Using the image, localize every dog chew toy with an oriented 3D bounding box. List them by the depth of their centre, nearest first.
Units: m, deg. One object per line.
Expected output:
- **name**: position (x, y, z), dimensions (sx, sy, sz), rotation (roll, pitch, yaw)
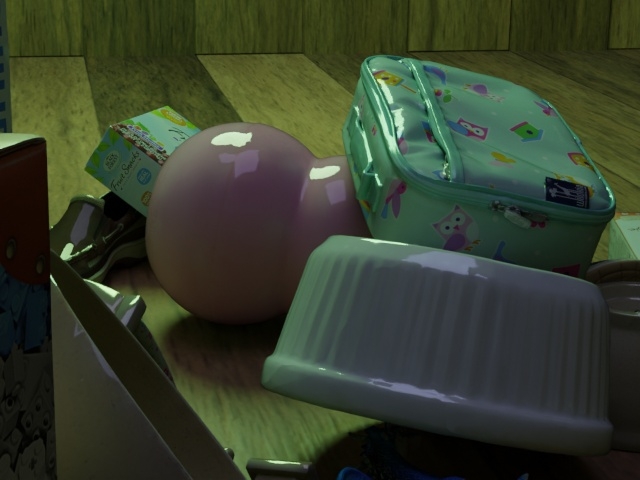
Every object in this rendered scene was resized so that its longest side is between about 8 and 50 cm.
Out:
- **dog chew toy**: position (0.000, 0.000, 1.376), dimensions (0.332, 0.206, 0.206), rotation (12, 17, 7)

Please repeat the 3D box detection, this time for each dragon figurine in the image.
- **dragon figurine**: position (0.052, 0.193, 0.879), dimensions (0.144, 0.085, 0.289), rotation (3, 12, 15)

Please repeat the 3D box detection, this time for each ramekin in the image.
- **ramekin**: position (0.098, 0.077, 1.061), dimensions (0.273, 0.127, 0.273), rotation (11, -3, 1)

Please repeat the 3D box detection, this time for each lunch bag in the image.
- **lunch bag**: position (0.134, -0.068, 1.273), dimensions (0.224, 0.108, 0.279), rotation (13, 28, -17)

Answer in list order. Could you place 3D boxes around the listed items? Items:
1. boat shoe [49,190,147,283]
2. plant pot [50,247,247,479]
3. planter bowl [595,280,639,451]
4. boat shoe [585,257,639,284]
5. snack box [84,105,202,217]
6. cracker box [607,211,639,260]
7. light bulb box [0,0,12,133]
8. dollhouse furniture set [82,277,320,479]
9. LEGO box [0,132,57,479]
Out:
- **boat shoe**: position (-0.269, -0.005, 1.532), dimensions (0.095, 0.095, 0.257), rotation (6, 17, 18)
- **plant pot**: position (-0.132, 0.170, 0.708), dimensions (0.191, 0.284, 0.284), rotation (-37, 24, -5)
- **planter bowl**: position (0.270, 0.098, 1.183), dimensions (0.162, 0.109, 0.162), rotation (1, 16, 0)
- **boat shoe**: position (0.208, 0.069, 1.302), dimensions (0.285, 0.102, 0.092), rotation (-19, 30, -37)
- **snack box**: position (-0.146, -0.062, 1.610), dimensions (0.207, 0.070, 0.174), rotation (38, 20, 5)
- **cracker box**: position (0.409, 0.028, 1.510), dimensions (0.156, 0.067, 0.232), rotation (1, 17, 2)
- **light bulb box**: position (-0.429, -0.023, 1.110), dimensions (0.225, 0.357, 0.361), rotation (5, 17, 21)
- **dollhouse furniture set**: position (-0.180, 0.030, 0.954), dimensions (0.356, 0.303, 0.173), rotation (2, 46, 21)
- **LEGO box**: position (-0.369, 0.137, 0.542), dimensions (0.500, 0.372, 0.193), rotation (6, 16, 14)
